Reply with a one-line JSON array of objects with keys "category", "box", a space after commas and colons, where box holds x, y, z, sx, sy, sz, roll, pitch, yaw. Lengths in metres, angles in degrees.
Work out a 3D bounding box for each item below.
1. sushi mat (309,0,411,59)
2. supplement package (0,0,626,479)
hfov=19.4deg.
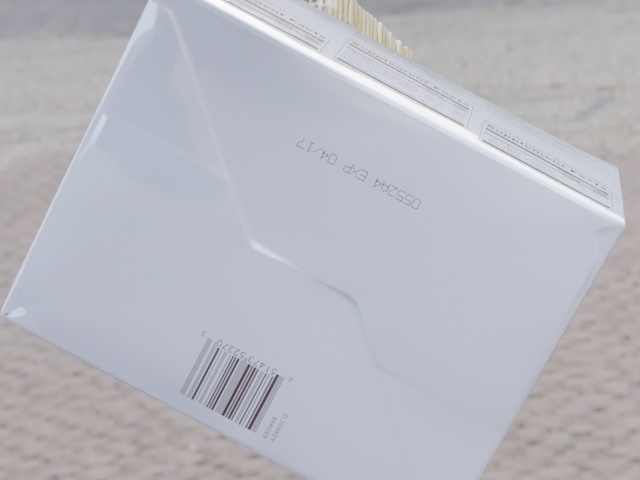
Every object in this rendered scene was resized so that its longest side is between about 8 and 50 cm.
[{"category": "sushi mat", "box": [0.029, -0.010, 1.270, 0.019, 0.316, 0.151, -8, -20, 25]}, {"category": "supplement package", "box": [0.000, 0.000, 1.009, 0.262, 0.204, 0.145, 28, 16, 1]}]
